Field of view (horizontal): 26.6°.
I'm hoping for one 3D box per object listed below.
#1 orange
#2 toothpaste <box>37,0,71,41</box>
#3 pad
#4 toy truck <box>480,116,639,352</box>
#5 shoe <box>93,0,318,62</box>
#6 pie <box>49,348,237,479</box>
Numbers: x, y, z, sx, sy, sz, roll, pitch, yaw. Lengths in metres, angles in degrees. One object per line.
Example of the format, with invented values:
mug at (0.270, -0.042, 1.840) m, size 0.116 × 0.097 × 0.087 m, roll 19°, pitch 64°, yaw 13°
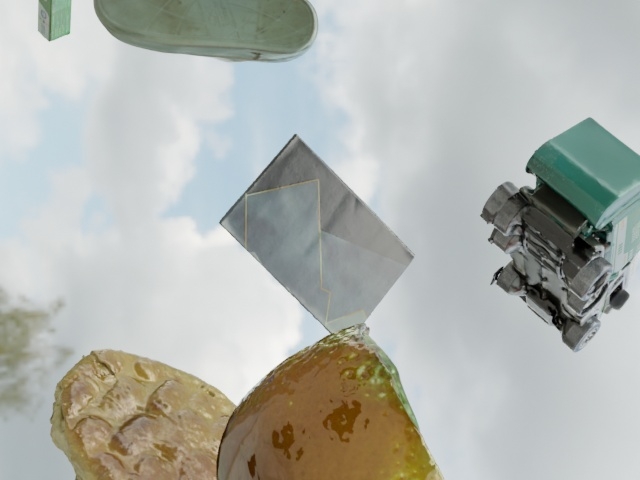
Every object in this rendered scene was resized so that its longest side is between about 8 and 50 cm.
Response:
orange at (0.008, 0.246, 1.349) m, size 0.262 × 0.196 × 0.334 m, roll 61°, pitch -38°, yaw 15°
toothpaste at (-0.196, -0.185, 0.998) m, size 0.017 × 0.020 × 0.083 m, roll 42°, pitch -37°, yaw 23°
pad at (0.000, 0.000, 1.754) m, size 0.243 × 0.163 × 0.004 m, roll 45°, pitch -19°, yaw -20°
toy truck at (0.220, -0.003, 1.164) m, size 0.114 × 0.124 × 0.253 m, roll 43°, pitch -9°, yaw 23°
shoe at (-0.100, -0.187, 1.189) m, size 0.078 × 0.195 × 0.079 m, roll 99°, pitch -4°, yaw -70°
pie at (-0.235, 0.292, 1.948) m, size 0.083 × 0.340 × 0.339 m, roll -59°, pitch -138°, yaw 29°
